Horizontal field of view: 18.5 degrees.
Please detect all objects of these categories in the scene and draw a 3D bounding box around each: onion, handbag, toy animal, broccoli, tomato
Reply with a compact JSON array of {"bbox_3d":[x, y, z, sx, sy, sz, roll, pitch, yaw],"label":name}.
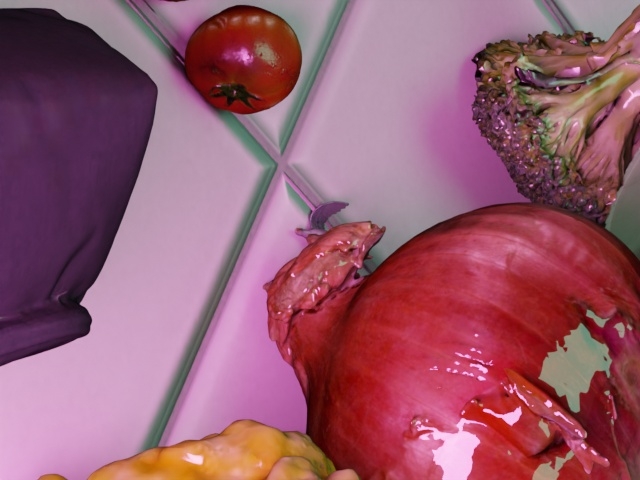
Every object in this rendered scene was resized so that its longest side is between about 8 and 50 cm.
[{"bbox_3d":[0.130,0.140,1.453,0.353,0.354,0.353,13,72,-49],"label":"onion"},{"bbox_3d":[-0.243,0.021,1.057,0.302,0.178,0.275,-16,131,-52],"label":"handbag"},{"bbox_3d":[0.001,0.000,1.552,0.050,0.028,0.084,43,51,-48],"label":"toy animal"},{"bbox_3d":[0.305,-0.171,1.727,0.221,0.361,0.252,57,5,20],"label":"broccoli"},{"bbox_3d":[-0.056,-0.139,1.468,0.087,0.087,0.075,43,50,-38],"label":"tomato"}]

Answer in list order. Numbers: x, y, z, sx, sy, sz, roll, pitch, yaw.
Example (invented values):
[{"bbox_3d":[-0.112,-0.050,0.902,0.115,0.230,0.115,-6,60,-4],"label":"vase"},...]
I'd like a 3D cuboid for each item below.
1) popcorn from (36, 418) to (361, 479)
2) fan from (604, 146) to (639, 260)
[{"bbox_3d":[-0.069,0.235,1.245,0.242,0.250,0.235,-22,92,-52],"label":"popcorn"},{"bbox_3d":[0.326,-0.003,1.761,0.233,0.012,0.414,-25,144,-28],"label":"fan"}]
